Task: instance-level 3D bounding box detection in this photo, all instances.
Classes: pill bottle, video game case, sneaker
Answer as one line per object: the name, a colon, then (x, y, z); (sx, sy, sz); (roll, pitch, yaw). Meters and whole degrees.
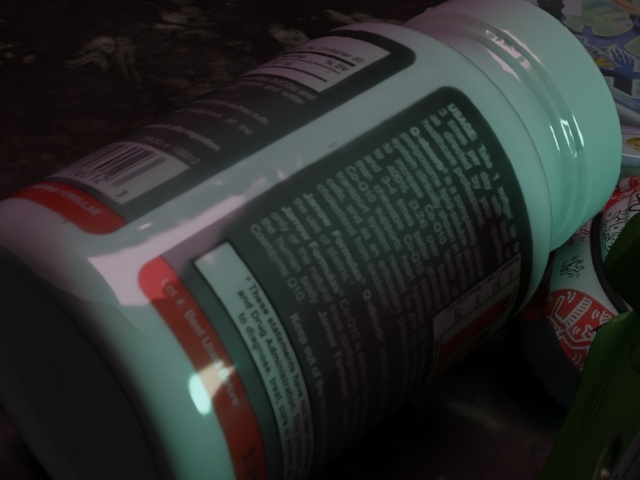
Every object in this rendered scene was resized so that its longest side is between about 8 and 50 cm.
pill bottle: (0.000, 0.000, 0.721); (0.363, 0.210, 0.210); (-32, 48, -32)
video game case: (0.323, -0.197, 1.325); (0.300, 0.036, 0.329); (-19, 40, -37)
sneaker: (0.200, -0.010, 0.877); (0.090, 0.145, 0.270); (39, 26, -26)

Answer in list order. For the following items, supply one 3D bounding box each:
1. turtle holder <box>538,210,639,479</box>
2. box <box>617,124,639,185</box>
turtle holder: (0.204, 0.142, 0.612); (0.227, 0.243, 0.320); (25, -7, 1)
box: (0.396, -0.033, 1.050); (0.324, 0.063, 0.067); (10, 32, 4)
